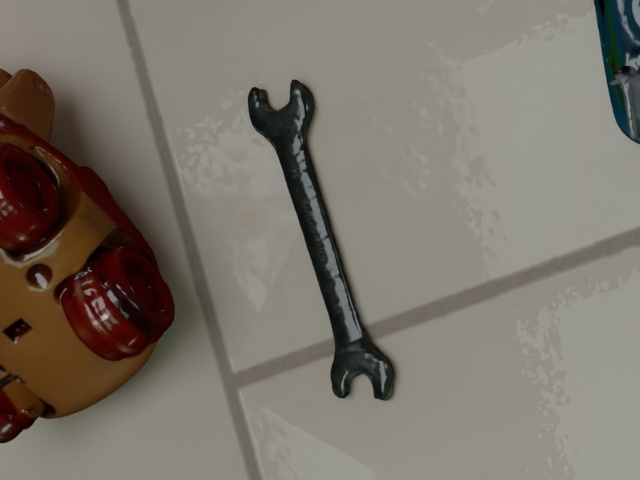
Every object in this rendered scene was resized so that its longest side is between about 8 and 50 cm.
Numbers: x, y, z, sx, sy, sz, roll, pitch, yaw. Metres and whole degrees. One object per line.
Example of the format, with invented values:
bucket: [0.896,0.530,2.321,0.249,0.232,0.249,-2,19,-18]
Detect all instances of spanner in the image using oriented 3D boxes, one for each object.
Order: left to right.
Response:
spanner: [0.000,0.000,1.439,0.054,0.015,0.254,-22,77,22]

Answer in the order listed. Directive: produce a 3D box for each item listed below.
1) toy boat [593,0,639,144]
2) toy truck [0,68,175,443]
toy boat: [0.232,-0.217,1.308,0.134,0.092,0.299,-11,82,27]
toy truck: [-0.235,-0.007,1.477,0.189,0.239,0.265,-34,114,20]
